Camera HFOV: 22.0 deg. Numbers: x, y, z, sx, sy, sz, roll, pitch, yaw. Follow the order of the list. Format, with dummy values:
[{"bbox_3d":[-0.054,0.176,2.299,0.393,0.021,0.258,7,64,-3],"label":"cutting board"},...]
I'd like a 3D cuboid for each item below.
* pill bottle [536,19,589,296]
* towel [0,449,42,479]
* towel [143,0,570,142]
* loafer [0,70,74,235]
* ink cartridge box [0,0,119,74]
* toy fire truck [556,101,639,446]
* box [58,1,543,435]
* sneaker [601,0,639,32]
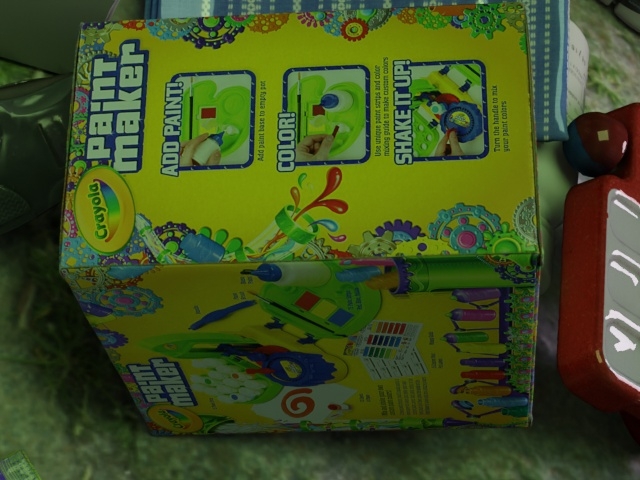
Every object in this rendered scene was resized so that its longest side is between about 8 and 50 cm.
[{"bbox_3d":[0.145,-0.070,1.335,0.131,0.131,0.229,19,60,-15],"label":"pill bottle"},{"bbox_3d":[-0.222,0.184,1.119,0.083,0.009,0.060,-28,79,-32],"label":"towel"},{"bbox_3d":[0.027,-0.195,1.288,0.336,0.040,0.243,1,77,7],"label":"towel"},{"bbox_3d":[-0.224,-0.066,1.197,0.303,0.095,0.109,-19,98,-14],"label":"loafer"},{"bbox_3d":[-0.267,-0.280,1.210,0.270,0.197,0.198,15,61,-18],"label":"ink cartridge box"},{"bbox_3d":[0.281,0.019,1.285,0.254,0.169,0.302,32,53,-35],"label":"toy fire truck"},{"bbox_3d":[0.000,0.000,1.087,0.279,0.290,0.177,-2,64,4],"label":"box"},{"bbox_3d":[0.256,-0.318,1.476,0.321,0.180,0.124,26,58,-11],"label":"sneaker"}]
